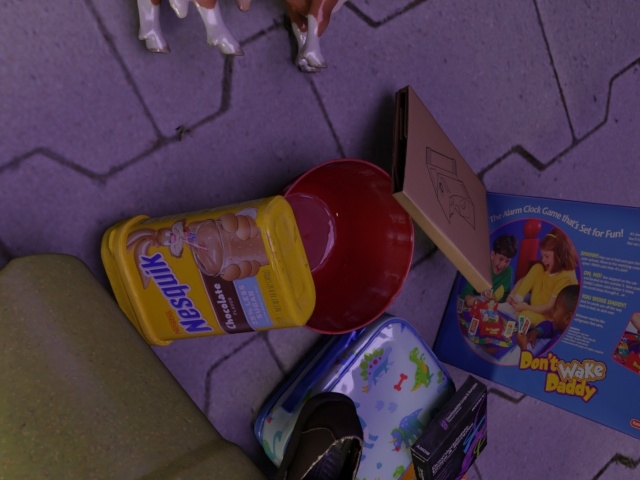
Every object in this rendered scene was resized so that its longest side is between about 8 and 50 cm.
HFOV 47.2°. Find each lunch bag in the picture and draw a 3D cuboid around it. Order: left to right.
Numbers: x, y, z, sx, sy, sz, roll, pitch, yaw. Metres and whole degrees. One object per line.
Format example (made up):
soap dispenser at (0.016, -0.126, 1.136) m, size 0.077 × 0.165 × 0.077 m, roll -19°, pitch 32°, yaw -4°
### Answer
lunch bag at (0.043, 0.194, 0.845) m, size 0.219 × 0.090 × 0.176 m, roll -49°, pitch 120°, yaw -16°

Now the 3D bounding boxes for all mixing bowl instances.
mixing bowl at (0.000, 0.000, 0.783) m, size 0.181 × 0.098 × 0.181 m, roll -6°, pitch 102°, yaw -32°

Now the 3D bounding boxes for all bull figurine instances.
bull figurine at (-0.039, -0.267, 0.715) m, size 0.310 × 0.101 × 0.188 m, roll -2°, pitch 100°, yaw -33°

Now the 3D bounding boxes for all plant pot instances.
plant pot at (-0.206, 0.159, 0.565) m, size 0.276 × 0.276 × 0.254 m, roll -26°, pitch 74°, yaw -27°

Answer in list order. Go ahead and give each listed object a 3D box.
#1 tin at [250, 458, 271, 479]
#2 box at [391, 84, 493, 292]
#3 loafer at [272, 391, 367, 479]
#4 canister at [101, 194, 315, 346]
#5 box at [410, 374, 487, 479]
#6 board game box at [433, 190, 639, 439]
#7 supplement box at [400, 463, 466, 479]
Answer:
tin at (-0.078, 0.307, 0.792) m, size 0.189 × 0.040 × 0.106 m, roll 54°, pitch 36°, yaw -27°
box at (0.143, -0.057, 0.845) m, size 0.201 × 0.021 × 0.164 m, roll 44°, pitch 39°, yaw -38°
loafer at (-0.011, 0.264, 0.734) m, size 0.080 × 0.078 × 0.220 m, roll 10°, pitch 101°, yaw -20°
canister at (-0.101, 0.029, 0.675) m, size 0.073 × 0.170 × 0.126 m, roll -51°, pitch 128°, yaw -61°
box at (0.158, 0.246, 0.878) m, size 0.116 × 0.029 × 0.162 m, roll -45°, pitch 144°, yaw -22°
board game box at (0.302, 0.077, 0.839) m, size 0.078 × 0.347 × 0.233 m, roll 20°, pitch 87°, yaw -34°
supplement box at (0.145, 0.303, 0.959) m, size 0.098 × 0.036 × 0.062 m, roll 13°, pitch 91°, yaw -34°
